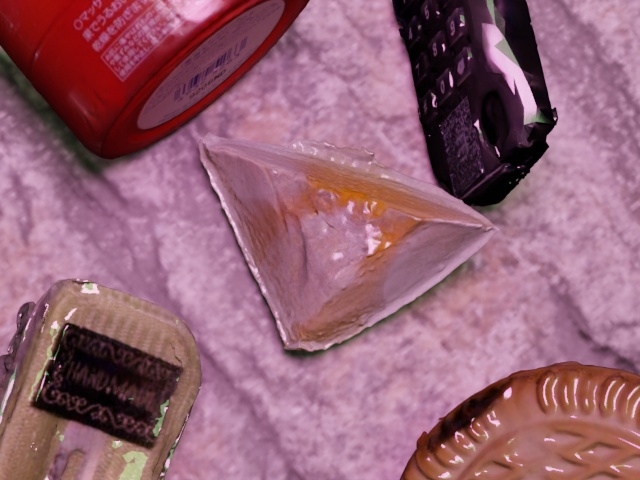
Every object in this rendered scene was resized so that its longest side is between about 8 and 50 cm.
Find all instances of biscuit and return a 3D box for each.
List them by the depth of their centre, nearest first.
[{"bbox_3d":[0.155,0.200,0.988,0.259,0.079,0.259,-1,86,22],"label":"biscuit"}]

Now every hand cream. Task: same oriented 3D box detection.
[{"bbox_3d":[-0.105,-0.153,1.053,0.193,0.193,0.125,-37,83,-18],"label":"hand cream"}]

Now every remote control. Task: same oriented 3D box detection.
[{"bbox_3d":[0.087,-0.222,1.133,0.062,0.144,0.399,-5,75,-19],"label":"remote control"}]

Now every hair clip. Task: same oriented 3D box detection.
[{"bbox_3d":[-0.166,0.187,0.988,0.138,0.091,0.321,23,68,-26],"label":"hair clip"}]

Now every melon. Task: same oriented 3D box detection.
[{"bbox_3d":[0.000,0.004,1.075,0.202,0.093,0.139,19,92,16],"label":"melon"}]
